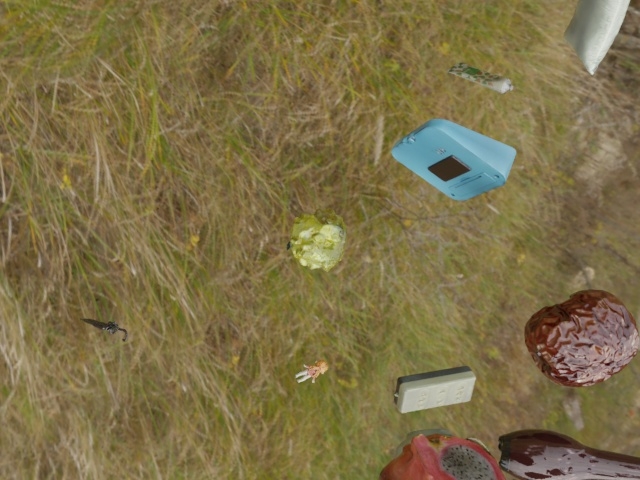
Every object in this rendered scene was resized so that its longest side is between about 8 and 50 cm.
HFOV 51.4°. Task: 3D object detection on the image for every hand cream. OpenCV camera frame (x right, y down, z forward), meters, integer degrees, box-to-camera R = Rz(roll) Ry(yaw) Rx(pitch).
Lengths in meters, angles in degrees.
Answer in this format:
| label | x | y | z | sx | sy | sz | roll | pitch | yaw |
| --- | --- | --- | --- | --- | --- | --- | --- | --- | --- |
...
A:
| label | x | y | z | sx | sy | sz | roll | pitch | yaw |
| --- | --- | --- | --- | --- | --- | --- | --- | --- | --- |
| hand cream | 0.373 | -0.379 | 1.544 | 0.057 | 0.165 | 0.037 | -36 | 142 | -29 |

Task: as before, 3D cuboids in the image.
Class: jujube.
| label | x | y | z | sx | sy | sz | roll | pitch | yaw |
| --- | --- | --- | --- | --- | --- | --- | --- | --- | --- |
| jujube | 0.598 | 0.221 | 1.514 | 0.232 | 0.213 | 0.213 | -28 | 132 | -6 |

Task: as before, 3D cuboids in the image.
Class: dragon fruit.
| label | x | y | z | sx | sy | sz | roll | pitch | yaw |
| --- | --- | --- | --- | --- | --- | --- | --- | --- | --- |
| dragon fruit | 0.246 | 0.481 | 1.226 | 0.290 | 0.291 | 0.189 | 5 | 126 | -33 |

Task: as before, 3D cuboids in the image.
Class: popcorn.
| label | x | y | z | sx | sy | sz | roll | pitch | yaw |
| --- | --- | --- | --- | --- | --- | --- | --- | --- | --- |
| popcorn | -0.009 | -0.001 | 1.771 | 0.173 | 0.142 | 0.174 | -30 | 131 | -41 |

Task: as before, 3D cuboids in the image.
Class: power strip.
| label | x | y | z | sx | sy | sz | roll | pitch | yaw |
| --- | --- | --- | --- | --- | --- | --- | --- | --- | --- |
| power strip | 0.347 | 0.459 | 2.043 | 0.256 | 0.070 | 0.105 | -5 | 122 | -15 |

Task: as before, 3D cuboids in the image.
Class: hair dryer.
| label | x | y | z | sx | sy | sz | roll | pitch | yaw |
| --- | --- | --- | --- | --- | --- | --- | --- | --- | --- |
| hair dryer | 0.548 | 0.592 | 1.531 | 0.312 | 0.123 | 0.341 | 9 | 117 | 10 |

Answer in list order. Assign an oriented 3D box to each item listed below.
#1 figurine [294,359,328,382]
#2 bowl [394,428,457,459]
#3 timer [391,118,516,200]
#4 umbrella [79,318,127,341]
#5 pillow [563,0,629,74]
| label | x | y | z | sx | sy | sz | roll | pitch | yaw |
| --- | --- | --- | --- | --- | --- | --- | --- | --- | --- |
| figurine | -0.027 | 0.401 | 2.031 | 0.109 | 0.047 | 0.064 | -28 | 88 | 6 |
| bowl | 0.277 | 0.536 | 1.659 | 0.211 | 0.112 | 0.211 | -2 | 155 | -1 |
| timer | 0.329 | -0.216 | 1.670 | 0.249 | 0.232 | 0.092 | 30 | 71 | -16 |
| umbrella | -0.338 | 0.130 | 1.035 | 0.022 | 0.148 | 0.022 | 0 | 98 | -47 |
| pillow | 0.604 | -0.510 | 1.449 | 0.078 | 0.144 | 0.254 | -12 | 139 | -15 |
